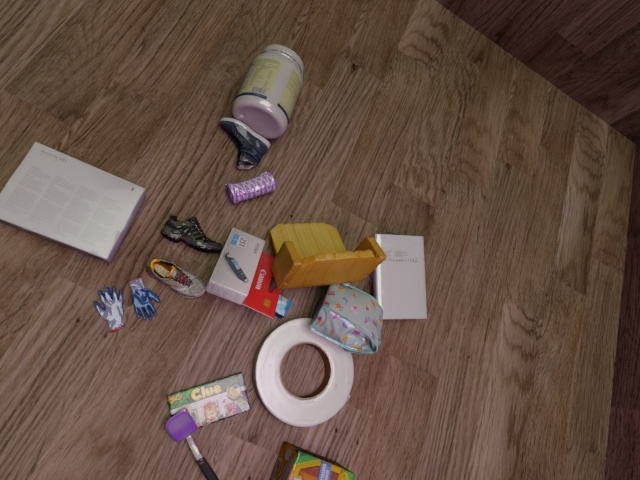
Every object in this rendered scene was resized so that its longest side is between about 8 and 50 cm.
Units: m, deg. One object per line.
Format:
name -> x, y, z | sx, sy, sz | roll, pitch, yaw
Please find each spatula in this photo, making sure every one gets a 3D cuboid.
spatula -> -0.411, 0.700, 1.352 | 0.084, 0.030, 0.296 | -29, 94, -17

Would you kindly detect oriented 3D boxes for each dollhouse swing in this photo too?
dollhouse swing -> 0.000, 0.000, 1.530 | 0.347, 0.315, 0.304 | -2, 63, -22

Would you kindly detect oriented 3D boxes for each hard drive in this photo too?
hard drive -> 0.335, 0.154, 1.734 | 0.233, 0.047, 0.352 | 3, 80, -18

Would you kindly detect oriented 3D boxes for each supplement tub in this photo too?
supplement tub -> -0.208, -0.618, 1.701 | 0.236, 0.235, 0.324 | 23, 68, -14

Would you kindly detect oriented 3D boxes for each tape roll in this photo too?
tape roll -> -0.060, 0.489, 1.540 | 0.392, 0.072, 0.391 | 6, 73, -20

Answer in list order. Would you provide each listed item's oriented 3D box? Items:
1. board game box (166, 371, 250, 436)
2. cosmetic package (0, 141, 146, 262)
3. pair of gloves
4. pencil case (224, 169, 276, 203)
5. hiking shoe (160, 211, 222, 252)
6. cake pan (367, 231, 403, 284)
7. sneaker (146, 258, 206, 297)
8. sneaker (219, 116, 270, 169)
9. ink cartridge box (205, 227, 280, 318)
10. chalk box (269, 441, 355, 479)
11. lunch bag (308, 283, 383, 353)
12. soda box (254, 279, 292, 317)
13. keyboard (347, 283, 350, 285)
board game box -> -0.385, 0.563, 1.419 | 0.260, 0.030, 0.136 | -12, 78, -24
cosmetic package -> -0.843, -0.125, 1.396 | 0.377, 0.097, 0.284 | 24, 70, -13
pair of gloves -> -0.663, 0.217, 1.412 | 0.198, 0.023, 0.159 | -19, 84, -24
pencil case -> -0.277, -0.215, 1.643 | 0.206, 0.086, 0.088 | -24, 119, -26
hiking shoe -> -0.467, -0.031, 1.520 | 0.227, 0.086, 0.114 | 21, 72, -13
cake pan -> 0.332, 0.096, 1.810 | 0.293, 0.054, 0.293 | 6, 74, -20
sneaker -> -0.513, 0.136, 1.452 | 0.225, 0.093, 0.088 | 27, 67, -13
sneaker -> -0.335, -0.391, 1.671 | 0.226, 0.086, 0.163 | 30, 64, -12
ink cartridge box -> -0.250, 0.112, 1.504 | 0.261, 0.066, 0.296 | 25, 39, -13
chalk box -> -0.010, 0.842, 1.400 | 0.289, 0.179, 0.180 | 27, 68, -12
lunch bag -> 0.115, 0.295, 1.556 | 0.262, 0.160, 0.223 | 28, 30, -2
soda box -> -0.218, 0.215, 1.555 | 0.210, 0.071, 0.067 | 31, 67, -10
keyboard -> 0.122, 0.267, 1.703 | 0.072, 0.014, 0.256 | -17, 82, -24
